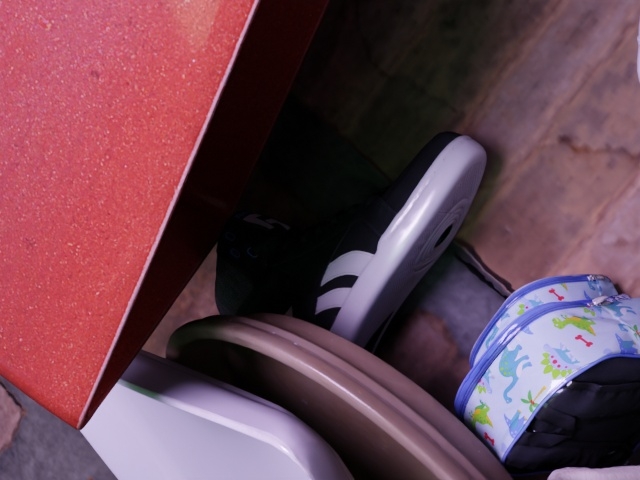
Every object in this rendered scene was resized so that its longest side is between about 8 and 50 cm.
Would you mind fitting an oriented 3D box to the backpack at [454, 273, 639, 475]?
[{"bbox_3d":[0.128,0.073,0.596,0.084,0.114,0.105,52,126,36],"label":"backpack"}]

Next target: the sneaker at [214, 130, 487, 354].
[{"bbox_3d":[0.000,0.000,0.682,0.121,0.079,0.217,41,121,17],"label":"sneaker"}]

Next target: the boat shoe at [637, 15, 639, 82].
[{"bbox_3d":[0.271,-0.074,0.486,0.277,0.098,0.096,21,113,37],"label":"boat shoe"}]

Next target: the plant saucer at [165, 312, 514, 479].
[{"bbox_3d":[0.025,0.139,0.646,0.278,0.041,0.278,33,153,20],"label":"plant saucer"}]

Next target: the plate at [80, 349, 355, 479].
[{"bbox_3d":[-0.042,0.163,0.679,0.278,0.045,0.277,14,140,46],"label":"plate"}]

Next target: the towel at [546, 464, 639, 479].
[{"bbox_3d":[0.144,0.197,0.539,0.049,0.282,0.187,-139,53,-57],"label":"towel"}]

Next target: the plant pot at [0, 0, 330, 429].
[{"bbox_3d":[-0.141,-0.115,0.593,0.236,0.267,0.267,27,116,0],"label":"plant pot"}]
